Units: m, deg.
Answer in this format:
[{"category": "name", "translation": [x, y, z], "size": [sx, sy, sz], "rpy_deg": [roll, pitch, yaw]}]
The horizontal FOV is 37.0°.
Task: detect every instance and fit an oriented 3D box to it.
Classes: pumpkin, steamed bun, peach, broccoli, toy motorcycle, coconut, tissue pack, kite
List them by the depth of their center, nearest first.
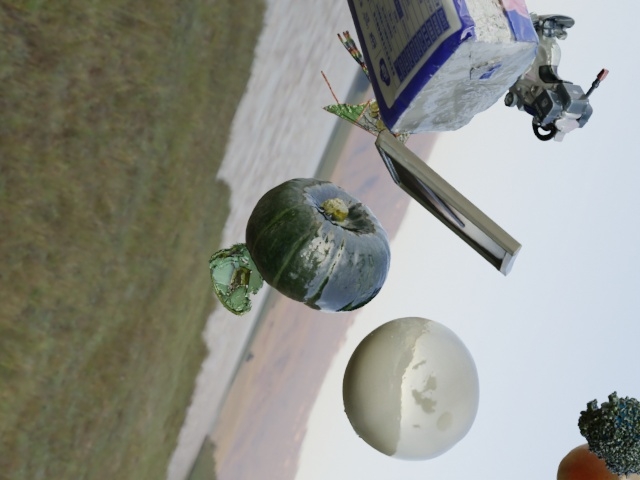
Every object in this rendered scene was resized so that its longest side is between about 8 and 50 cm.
[{"category": "tissue pack", "translation": [0.127, -0.281, 1.084], "size": [0.209, 0.137, 0.269], "rpy_deg": [125, -46, -60]}, {"category": "toy motorcycle", "translation": [0.345, -0.261, 1.464], "size": [0.150, 0.102, 0.221], "rpy_deg": [-53, -136, 43]}, {"category": "kite", "translation": [0.090, -0.245, 1.515], "size": [0.006, 0.198, 0.244], "rpy_deg": [98, -27, -61]}, {"category": "broccoli", "translation": [0.556, 0.344, 1.721], "size": [0.167, 0.160, 0.154], "rpy_deg": [-15, -99, 46]}, {"category": "pumpkin", "translation": [0.000, 0.000, 1.859], "size": [0.207, 0.300, 0.300], "rpy_deg": [-61, -176, 25]}, {"category": "peach", "translation": [0.558, 0.486, 1.899], "size": [0.184, 0.184, 0.184], "rpy_deg": [-158, -90, -88]}, {"category": "coconut", "translation": [-0.173, 0.068, 2.015], "size": [0.158, 0.133, 0.055], "rpy_deg": [-55, -178, 20]}, {"category": "steamed bun", "translation": [0.211, 0.326, 2.123], "size": [0.206, 0.324, 0.324], "rpy_deg": [-27, -143, 60]}]

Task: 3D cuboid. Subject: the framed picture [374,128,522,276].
[{"category": "framed picture", "translation": [0.145, -0.032, 1.085], "size": [0.023, 0.189, 0.260], "rpy_deg": [-48, 168, 0]}]
